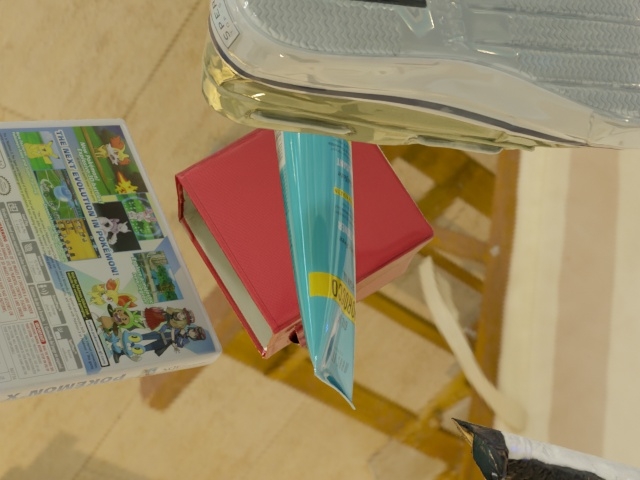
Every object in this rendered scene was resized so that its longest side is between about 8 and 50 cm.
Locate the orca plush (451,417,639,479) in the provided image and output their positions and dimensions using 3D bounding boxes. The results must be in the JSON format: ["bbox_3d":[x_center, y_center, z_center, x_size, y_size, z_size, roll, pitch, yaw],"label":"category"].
[{"bbox_3d":[0.233,0.242,1.045,0.287,0.151,0.102,22,81,-44],"label":"orca plush"}]

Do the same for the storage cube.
[{"bbox_3d":[-0.021,-0.012,1.228,0.193,0.215,0.183,-31,171,-12],"label":"storage cube"}]

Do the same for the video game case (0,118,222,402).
[{"bbox_3d":[-0.293,0.008,1.265,0.300,0.329,0.036,-6,150,-38],"label":"video game case"}]

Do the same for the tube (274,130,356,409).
[{"bbox_3d":[0.000,0.000,0.753,0.052,0.207,0.080,-14,153,19],"label":"tube"}]

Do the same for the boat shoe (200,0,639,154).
[{"bbox_3d":[0.080,-0.100,0.649,0.302,0.109,0.094,7,155,-18],"label":"boat shoe"}]
